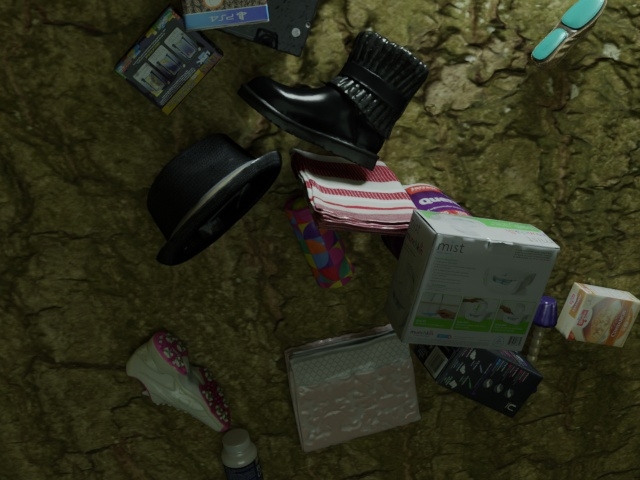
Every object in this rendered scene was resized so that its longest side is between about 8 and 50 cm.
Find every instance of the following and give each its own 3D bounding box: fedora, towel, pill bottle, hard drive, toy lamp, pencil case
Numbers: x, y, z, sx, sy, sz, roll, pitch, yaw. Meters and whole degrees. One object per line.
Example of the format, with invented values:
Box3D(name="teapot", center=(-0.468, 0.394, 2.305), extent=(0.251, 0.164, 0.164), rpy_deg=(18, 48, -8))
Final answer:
Box3D(name="fedora", center=(-0.241, -0.104, 1.469), extent=(0.334, 0.334, 0.152), rpy_deg=(-44, 86, 6))
Box3D(name="towel", center=(0.088, 0.383, 1.848), extent=(0.332, 0.053, 0.316), rpy_deg=(-13, 115, -8))
Box3D(name="pill bottle", center=(0.238, -0.014, 1.564), extent=(0.182, 0.323, 0.181), rpy_deg=(-6, 114, -13))
Box3D(name="hard drive", center=(-0.098, -0.557, 1.388), extent=(0.237, 0.064, 0.338), rpy_deg=(13, 110, -19))
Box3D(name="pill bottle", center=(-0.202, 0.569, 1.828), extent=(0.094, 0.094, 0.169), rpy_deg=(-13, 116, -9))
Box3D(name="toy lamp", center=(0.578, 0.279, 1.916), extent=(0.080, 0.080, 0.274), rpy_deg=(0, 112, -15))
Box3D(name="pencil case", center=(0.000, 0.000, 1.638), extent=(0.105, 0.104, 0.236), rpy_deg=(-24, 118, -4))
Box3D(name="towel", center=(0.074, -0.106, 1.478), extent=(0.237, 0.329, 0.037), rpy_deg=(5, 119, -17))

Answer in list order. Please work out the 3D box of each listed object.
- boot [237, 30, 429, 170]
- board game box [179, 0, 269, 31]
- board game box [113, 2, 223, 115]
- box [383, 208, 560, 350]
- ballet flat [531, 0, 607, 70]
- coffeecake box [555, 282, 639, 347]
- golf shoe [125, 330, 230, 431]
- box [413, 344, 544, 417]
Box3D(name="boot", center=(0.028, -0.325, 1.476), extent=(0.348, 0.131, 0.260), rpy_deg=(23, 100, -22))
Box3D(name="board game box", center=(-0.187, -0.522, 1.218), extent=(0.141, 0.232, 0.290), rpy_deg=(-9, 114, -8))
Box3D(name="board game box", center=(-0.301, -0.358, 1.422), extent=(0.170, 0.048, 0.141), rpy_deg=(-43, 117, 13))
Box3D(name="box", center=(0.283, 0.079, 1.362), extent=(0.262, 0.126, 0.231), rpy_deg=(6, 112, -17))
Box3D(name="ballet flat", center=(0.560, -0.465, 1.608), extent=(0.206, 0.073, 0.067), rpy_deg=(-42, 143, 9))
Box3D(name="coffeecake box", center=(0.752, 0.203, 1.934), extent=(0.186, 0.068, 0.142), rpy_deg=(10, 111, -18))
Box3D(name="golf shoe", center=(-0.335, 0.353, 1.704), extent=(0.140, 0.115, 0.306), rpy_deg=(-31, 111, 12))
Box3D(name="box", center=(0.404, 0.318, 1.838), extent=(0.270, 0.165, 0.143), rpy_deg=(28, 103, -23))
